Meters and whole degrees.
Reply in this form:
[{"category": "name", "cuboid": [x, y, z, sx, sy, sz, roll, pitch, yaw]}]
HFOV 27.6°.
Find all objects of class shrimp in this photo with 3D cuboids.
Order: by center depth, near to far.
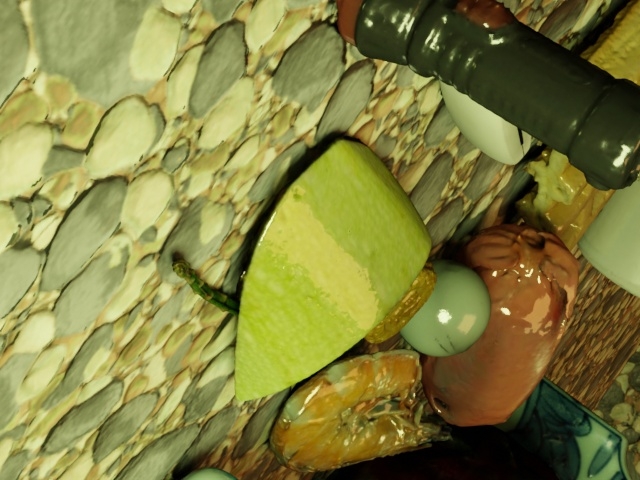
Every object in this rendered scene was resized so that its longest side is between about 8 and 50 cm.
[{"category": "shrimp", "cuboid": [0.066, 0.178, 1.382, 0.164, 0.062, 0.317, -50, 147, 20]}]

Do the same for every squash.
[{"category": "squash", "cuboid": [0.000, 0.000, 1.083, 0.237, 0.155, 0.204, -50, -163, -30]}]

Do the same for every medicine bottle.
[{"category": "medicine bottle", "cuboid": [0.539, -0.100, 1.834, 0.211, 0.211, 0.371, -11, 133, -61]}]

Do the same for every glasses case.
[{"category": "glasses case", "cuboid": [0.145, -0.120, 1.141, 0.049, 0.074, 0.193, -49, 158, -4]}]

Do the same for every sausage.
[{"category": "sausage", "cuboid": [0.199, 0.100, 1.481, 0.152, 0.152, 0.279, -36, 153, -40]}]

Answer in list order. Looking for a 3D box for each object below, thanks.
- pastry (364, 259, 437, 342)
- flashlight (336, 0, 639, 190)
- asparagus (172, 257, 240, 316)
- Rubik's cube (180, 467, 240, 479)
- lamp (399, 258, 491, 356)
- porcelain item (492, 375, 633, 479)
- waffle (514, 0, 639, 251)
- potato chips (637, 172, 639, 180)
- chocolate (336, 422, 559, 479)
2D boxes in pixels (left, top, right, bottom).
[{"category": "pastry", "cuboid": [0.066, 0.050, 1.264, 0.097, 0.057, 0.109, -52, 158, 9]}, {"category": "flashlight", "cuboid": [0.122, -0.119, 0.870, 0.093, 0.232, 0.093, -46, 157, -26]}, {"category": "asparagus", "cuboid": [-0.086, 0.035, 0.972, 0.016, 0.016, 0.163, -28, 159, 5]}, {"category": "Rubik's cube", "cuboid": [-0.091, 0.461, 1.141, 0.352, 0.347, 0.351, -44, 157, -26]}, {"category": "lamp", "cuboid": [0.126, 0.069, 1.350, 0.105, 0.105, 0.105, -45, 157, -24]}, {"category": "porcelain item", "cuboid": [0.282, 0.340, 1.856, 0.281, 0.286, 0.157, -50, 164, -5]}, {"category": "waffle", "cuboid": [0.341, -0.153, 1.506, 0.304, 0.077, 0.348, -47, 160, -28]}, {"category": "potato chips", "cuboid": [0.493, -0.116, 1.677, 0.209, 0.026, 0.142, -8, 126, -26]}, {"category": "chocolate", "cuboid": [0.136, 0.383, 1.586, 0.384, 0.384, 0.331, -23, 128, -54]}]
